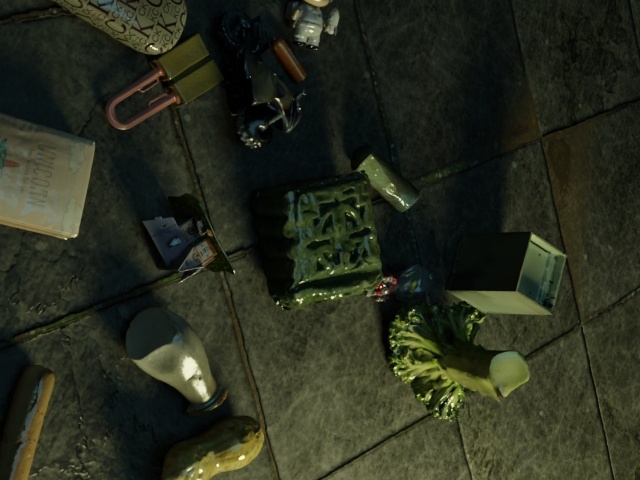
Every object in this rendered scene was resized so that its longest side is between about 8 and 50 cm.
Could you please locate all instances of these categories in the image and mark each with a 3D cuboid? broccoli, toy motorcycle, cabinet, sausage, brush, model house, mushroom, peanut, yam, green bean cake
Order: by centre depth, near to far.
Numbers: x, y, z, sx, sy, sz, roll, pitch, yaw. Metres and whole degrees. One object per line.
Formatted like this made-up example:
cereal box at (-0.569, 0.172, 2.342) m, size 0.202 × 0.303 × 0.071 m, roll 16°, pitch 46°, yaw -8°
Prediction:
sausage at (-0.485, 0.347, 1.512) m, size 0.066 × 0.066 × 0.301 m, roll 19°, pitch 76°, yaw -36°
model house at (-0.243, 0.009, 1.681) m, size 0.088 × 0.117 × 0.167 m, roll -36°, pitch 114°, yaw -29°
mushroom at (-0.249, 0.216, 1.690) m, size 0.116 × 0.093 × 0.225 m, roll -48°, pitch 127°, yaw -12°
brush at (-0.286, -0.273, 1.694) m, size 0.233 × 0.047 × 0.103 m, roll -40°, pitch 112°, yaw -30°
peanut at (-0.195, 0.384, 1.709) m, size 0.229 × 0.098 × 0.103 m, roll -22°, pitch 146°, yaw -39°
toy motorcycle at (-0.112, -0.304, 1.798) m, size 0.159 × 0.106 × 0.270 m, roll -3°, pitch 79°, yaw -42°
green bean cake at (0.000, 0.000, 1.863) m, size 0.241 × 0.132 × 0.255 m, roll -10°, pitch 95°, yaw -42°
sausage at (-0.065, -0.362, 1.881) m, size 0.031 × 0.031 × 0.107 m, roll -48°, pitch 115°, yaw -29°
broccoli at (0.284, 0.227, 1.941) m, size 0.221 × 0.361 × 0.252 m, roll -4°, pitch 73°, yaw -20°
yam at (0.139, -0.129, 2.009) m, size 0.169 × 0.068 × 0.068 m, roll 39°, pitch 66°, yaw -31°
cabinet at (0.421, 0.075, 2.136) m, size 0.150 × 0.206 × 0.145 m, roll 30°, pitch 71°, yaw -33°

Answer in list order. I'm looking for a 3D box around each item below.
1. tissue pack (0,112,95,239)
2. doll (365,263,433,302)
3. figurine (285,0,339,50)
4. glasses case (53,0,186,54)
tissue pack at (-0.522, -0.118, 1.489) m, size 0.325 × 0.071 × 0.170 m, roll 16°, pitch 77°, yaw -36°
doll at (0.173, 0.094, 2.032) m, size 0.180 × 0.079 × 0.094 m, roll -7°, pitch 121°, yaw -32°
figurine at (-0.011, -0.496, 1.883) m, size 0.137 × 0.112 × 0.229 m, roll 6°, pitch 98°, yaw -30°
glasses case at (-0.381, -0.444, 1.599) m, size 0.355 × 0.085 × 0.137 m, roll 30°, pitch 69°, yaw -33°
